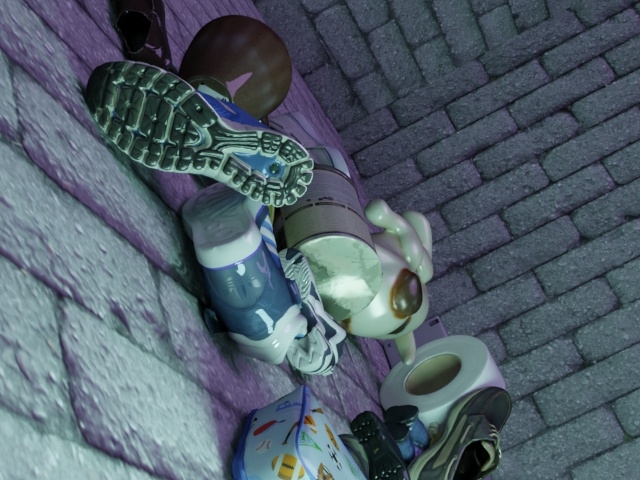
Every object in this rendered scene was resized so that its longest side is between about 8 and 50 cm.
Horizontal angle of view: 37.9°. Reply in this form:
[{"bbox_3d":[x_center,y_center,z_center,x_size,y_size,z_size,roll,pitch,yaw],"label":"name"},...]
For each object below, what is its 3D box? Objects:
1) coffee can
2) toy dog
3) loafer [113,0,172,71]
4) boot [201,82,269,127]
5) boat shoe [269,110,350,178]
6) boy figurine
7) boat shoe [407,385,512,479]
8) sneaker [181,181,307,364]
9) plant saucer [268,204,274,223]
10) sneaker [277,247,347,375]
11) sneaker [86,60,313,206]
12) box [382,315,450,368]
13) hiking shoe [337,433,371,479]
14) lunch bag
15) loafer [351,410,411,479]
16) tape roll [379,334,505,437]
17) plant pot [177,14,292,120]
[{"bbox_3d":[0.000,0.000,1.845,0.201,0.201,0.275,57,10,-32],"label":"coffee can"},{"bbox_3d":[0.110,0.107,2.119,0.408,0.284,0.395,-2,86,-79],"label":"toy dog"},{"bbox_3d":[-0.308,-0.378,1.585,0.220,0.080,0.078,67,9,27],"label":"loafer"},{"bbox_3d":[-0.200,-0.299,1.996,0.248,0.090,0.207,54,14,-18],"label":"boot"},{"bbox_3d":[-0.063,-0.204,2.313,0.367,0.156,0.136,55,-32,41],"label":"boat shoe"},{"bbox_3d":[0.226,0.478,2.017,0.285,0.092,0.177,59,43,-31],"label":"boy figurine"},{"bbox_3d":[0.319,0.443,1.952,0.355,0.130,0.132,-43,120,-36],"label":"boat shoe"},{"bbox_3d":[-0.106,0.053,1.385,0.323,0.130,0.236,-108,178,-68],"label":"sneaker"},{"bbox_3d":[-0.121,-0.096,1.671,0.241,0.037,0.241,-4,90,-78],"label":"plant saucer"},{"bbox_3d":[-0.021,0.138,1.668,0.235,0.094,0.153,67,8,28],"label":"sneaker"},{"bbox_3d":[-0.176,-0.149,1.316,0.330,0.130,0.147,26,5,-21],"label":"sneaker"},{"bbox_3d":[0.294,0.340,2.608,0.119,0.181,0.182,54,13,-43],"label":"box"},{"bbox_3d":[0.056,0.408,1.403,0.227,0.086,0.114,59,21,12],"label":"hiking shoe"},{"bbox_3d":[0.010,0.343,1.165,0.303,0.115,0.243,60,6,-10],"label":"lunch bag"},{"bbox_3d":[0.126,0.418,1.732,0.078,0.076,0.223,41,19,-49],"label":"loafer"},{"bbox_3d":[0.284,0.348,2.191,0.100,0.286,0.286,59,9,-21],"label":"tape roll"},{"bbox_3d":[-0.181,-0.290,1.748,0.215,0.215,0.230,60,22,-18],"label":"plant pot"}]
